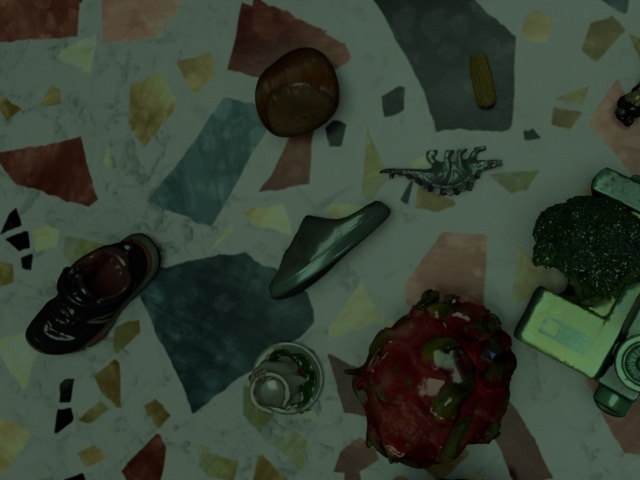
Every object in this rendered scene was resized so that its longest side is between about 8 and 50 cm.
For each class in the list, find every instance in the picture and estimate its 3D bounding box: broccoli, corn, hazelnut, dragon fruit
[{"bbox_3d":[0.406,0.010,1.461,0.195,0.195,0.156,-7,129,11],"label":"broccoli"},{"bbox_3d":[0.269,-0.268,1.663,0.037,0.037,0.092,-11,90,11],"label":"corn"},{"bbox_3d":[-0.043,-0.255,1.679,0.150,0.150,0.150,0,91,11],"label":"hazelnut"},{"bbox_3d":[0.181,0.233,1.594,0.231,0.237,0.303,27,107,31],"label":"dragon fruit"}]

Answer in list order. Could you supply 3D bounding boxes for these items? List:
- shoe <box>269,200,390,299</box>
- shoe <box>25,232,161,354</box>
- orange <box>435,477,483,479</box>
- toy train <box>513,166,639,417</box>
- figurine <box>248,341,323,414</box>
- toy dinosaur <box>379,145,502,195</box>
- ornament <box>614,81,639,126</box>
[{"bbox_3d":[0.000,0.000,1.690,0.251,0.103,0.100,-37,84,4],"label":"shoe"},{"bbox_3d":[-0.408,0.103,1.751,0.291,0.137,0.114,-43,82,10],"label":"shoe"},{"bbox_3d":[0.205,0.524,1.587,0.301,0.223,0.300,44,83,-11],"label":"orange"},{"bbox_3d":[0.487,0.067,1.568,0.253,0.160,0.397,29,94,19],"label":"toy train"},{"bbox_3d":[-0.070,0.243,1.676,0.132,0.153,0.132,0,91,11],"label":"figurine"},{"bbox_3d":[0.201,-0.115,1.677,0.208,0.039,0.082,-2,92,12],"label":"toy dinosaur"},{"bbox_3d":[0.541,-0.265,1.569,0.196,0.166,0.153,-32,83,25],"label":"ornament"}]
